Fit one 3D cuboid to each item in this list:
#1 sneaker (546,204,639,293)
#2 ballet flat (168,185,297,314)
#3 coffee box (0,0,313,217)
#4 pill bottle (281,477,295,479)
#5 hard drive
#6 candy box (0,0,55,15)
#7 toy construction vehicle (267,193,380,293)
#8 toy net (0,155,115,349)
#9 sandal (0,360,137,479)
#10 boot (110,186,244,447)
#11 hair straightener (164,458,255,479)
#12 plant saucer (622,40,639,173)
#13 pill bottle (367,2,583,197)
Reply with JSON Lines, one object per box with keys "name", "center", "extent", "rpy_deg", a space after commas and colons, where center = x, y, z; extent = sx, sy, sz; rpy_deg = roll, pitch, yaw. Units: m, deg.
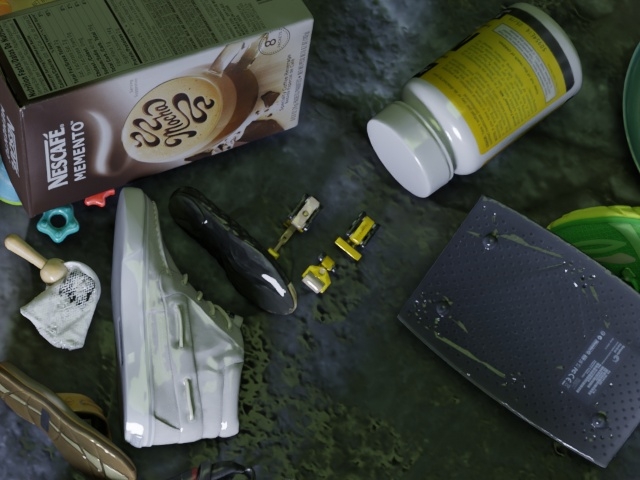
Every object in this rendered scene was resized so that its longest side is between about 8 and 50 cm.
{"name": "sneaker", "center": [0.362, 0.056, 1.408], "extent": [0.295, 0.109, 0.123], "rpy_deg": [26, 73, 3]}
{"name": "ballet flat", "center": [-0.084, 0.006, 1.414], "extent": [0.173, 0.049, 0.057], "rpy_deg": [46, 119, 3]}
{"name": "coffee box", "center": [-0.169, -0.157, 1.351], "extent": [0.297, 0.168, 0.119], "rpy_deg": [-21, 60, -20]}
{"name": "pill bottle", "center": [0.044, 0.357, 1.269], "extent": [0.283, 0.160, 0.160], "rpy_deg": [32, 74, 4]}
{"name": "hard drive", "center": [0.224, 0.087, 1.383], "extent": [0.254, 0.054, 0.172], "rpy_deg": [36, 102, 8]}
{"name": "candy box", "center": [-0.397, -0.249, 1.372], "extent": [0.316, 0.087, 0.183], "rpy_deg": [-43, 103, -27]}
{"name": "toy construction vehicle", "center": [0.000, 0.000, 1.433], "extent": [0.086, 0.035, 0.098], "rpy_deg": [37, 77, -6]}
{"name": "toy net", "center": [-0.260, -0.002, 1.404], "extent": [0.122, 0.045, 0.232], "rpy_deg": [-13, 78, -14]}
{"name": "sandal", "center": [-0.243, 0.172, 1.350], "extent": [0.180, 0.072, 0.049], "rpy_deg": [38, 53, 10]}
{"name": "boot", "center": [-0.140, 0.074, 1.378], "extent": [0.123, 0.095, 0.258], "rpy_deg": [-1, 79, -16]}
{"name": "hair straightener", "center": [-0.164, 0.279, 1.342], "extent": [0.230, 0.047, 0.089], "rpy_deg": [-22, 97, -16]}
{"name": "plant saucer", "center": [0.477, -0.126, 1.503], "extent": [0.317, 0.044, 0.317], "rpy_deg": [1, 74, -5]}
{"name": "pill bottle", "center": [0.159, -0.143, 1.438], "extent": [0.208, 0.119, 0.119], "rpy_deg": [-37, 81, -14]}
